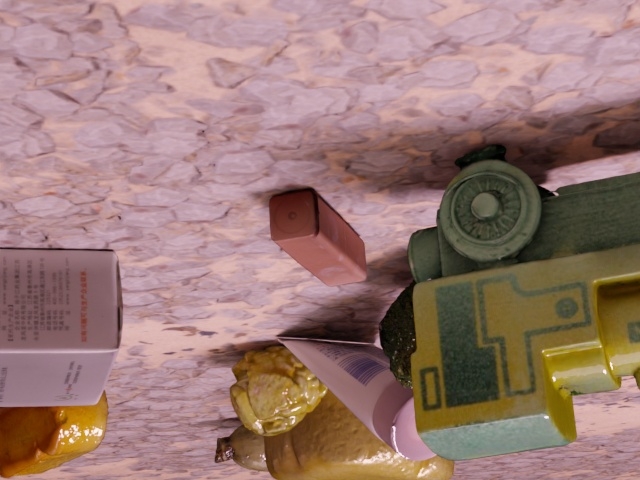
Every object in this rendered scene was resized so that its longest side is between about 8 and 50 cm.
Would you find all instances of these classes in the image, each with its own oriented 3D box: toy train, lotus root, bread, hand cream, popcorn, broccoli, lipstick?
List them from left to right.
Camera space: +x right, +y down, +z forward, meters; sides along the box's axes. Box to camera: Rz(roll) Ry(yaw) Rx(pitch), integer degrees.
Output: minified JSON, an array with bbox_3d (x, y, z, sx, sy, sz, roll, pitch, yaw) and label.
[{"bbox_3d":[-0.359,0.245,1.772,0.094,0.102,0.245,6,160,-32],"label":"bread"},{"bbox_3d":[-0.072,0.305,2.034,0.183,0.077,0.090,6,168,-26],"label":"lotus root"},{"bbox_3d":[-0.055,0.176,1.643,0.106,0.116,0.120,41,153,4],"label":"popcorn"},{"bbox_3d":[0.000,0.000,1.218,0.045,0.045,0.145,-12,160,16],"label":"lipstick"},{"bbox_3d":[0.049,0.255,1.816,0.270,0.148,0.270,0,161,0],"label":"bread"},{"bbox_3d":[0.055,0.157,1.528,0.133,0.083,0.248,9,-167,-26],"label":"hand cream"},{"bbox_3d":[0.128,0.092,1.360,0.138,0.146,0.162,1,164,-5],"label":"broccoli"},{"bbox_3d":[0.250,0.034,1.075,0.369,0.237,0.150,-11,158,20],"label":"toy train"}]

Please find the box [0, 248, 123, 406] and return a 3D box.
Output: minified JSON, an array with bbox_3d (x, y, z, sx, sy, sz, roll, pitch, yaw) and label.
[{"bbox_3d":[-0.349,0.087,1.304,0.299,0.106,0.200,0,159,-15],"label":"box"}]
